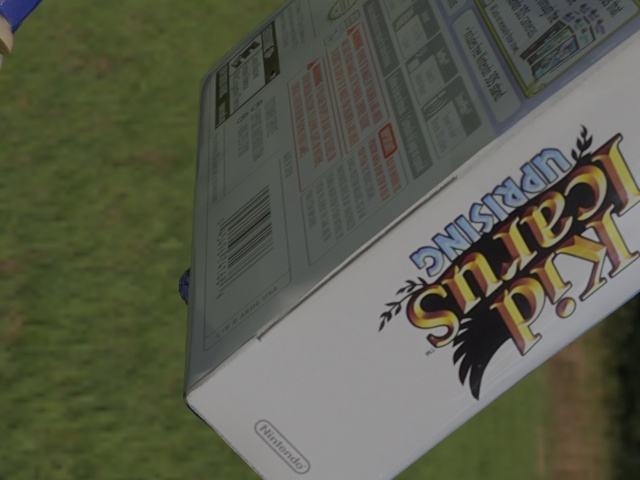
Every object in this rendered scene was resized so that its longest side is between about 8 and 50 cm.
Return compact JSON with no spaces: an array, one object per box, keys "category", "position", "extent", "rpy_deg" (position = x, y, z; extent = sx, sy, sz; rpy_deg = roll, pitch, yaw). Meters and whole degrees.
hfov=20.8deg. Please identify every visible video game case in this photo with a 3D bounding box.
[{"category":"video game case","position":[0.069,-0.068,0.523],"extent":[0.061,0.244,0.269],"rpy_deg":[45,14,-18]}]

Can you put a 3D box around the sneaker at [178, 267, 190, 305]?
[{"category":"sneaker","position":[0.000,0.000,1.258],"extent":[0.083,0.221,0.087],"rpy_deg":[-85,157,-69]}]

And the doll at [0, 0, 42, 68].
[{"category":"doll","position":[-0.119,-0.174,0.929],"extent":[0.189,0.046,0.129],"rpy_deg":[-50,-170,-19]}]
